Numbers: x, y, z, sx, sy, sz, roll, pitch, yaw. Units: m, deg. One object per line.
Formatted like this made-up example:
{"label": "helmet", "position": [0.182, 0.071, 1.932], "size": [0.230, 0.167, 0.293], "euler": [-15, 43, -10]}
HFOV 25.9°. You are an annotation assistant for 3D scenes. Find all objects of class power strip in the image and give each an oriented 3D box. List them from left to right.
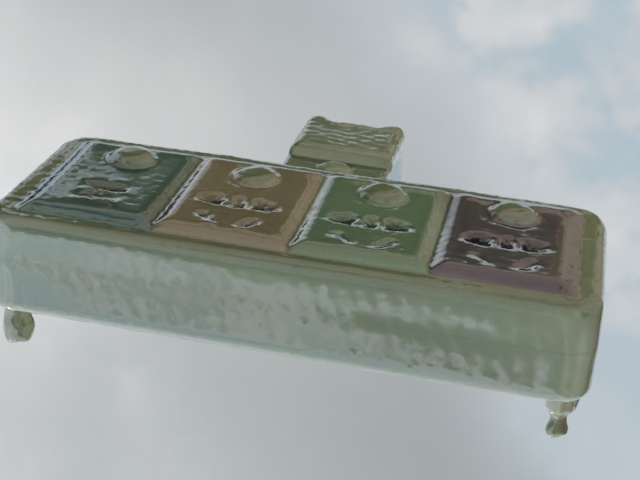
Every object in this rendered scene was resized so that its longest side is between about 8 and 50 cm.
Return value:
{"label": "power strip", "position": [0.000, 0.000, 0.534], "size": [0.215, 0.061, 0.145], "euler": [10, -153, 9]}
